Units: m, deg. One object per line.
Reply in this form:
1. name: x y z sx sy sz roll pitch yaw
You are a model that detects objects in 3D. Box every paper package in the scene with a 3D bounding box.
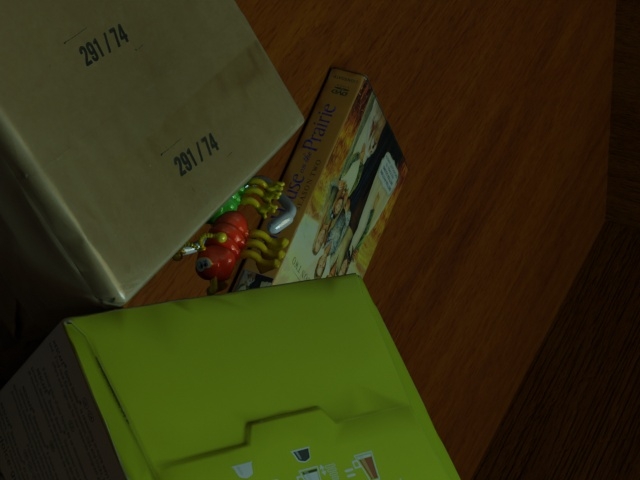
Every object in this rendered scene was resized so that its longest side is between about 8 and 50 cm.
1. paper package: -0.215 -0.127 1.348 0.309 0.168 0.325 59 43 -19

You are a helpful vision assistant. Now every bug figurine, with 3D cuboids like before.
1. bug figurine: -0.155 0.012 1.497 0.072 0.279 0.216 52 31 -23

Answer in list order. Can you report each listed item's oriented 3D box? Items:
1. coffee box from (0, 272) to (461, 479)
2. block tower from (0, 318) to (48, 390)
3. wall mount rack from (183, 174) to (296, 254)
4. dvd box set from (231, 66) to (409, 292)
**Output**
1. coffee box: -0.100 0.267 1.372 0.338 0.338 0.334 -8 154 -41
2. block tower: -0.325 0.125 1.512 0.091 0.097 0.335 -41 139 -54
3. wall mount rack: -0.187 -0.051 1.685 0.304 0.130 0.350 -29 140 -14
4. dvd box set: 0.000 0.000 2.219 0.420 0.062 0.307 -66 156 -18
